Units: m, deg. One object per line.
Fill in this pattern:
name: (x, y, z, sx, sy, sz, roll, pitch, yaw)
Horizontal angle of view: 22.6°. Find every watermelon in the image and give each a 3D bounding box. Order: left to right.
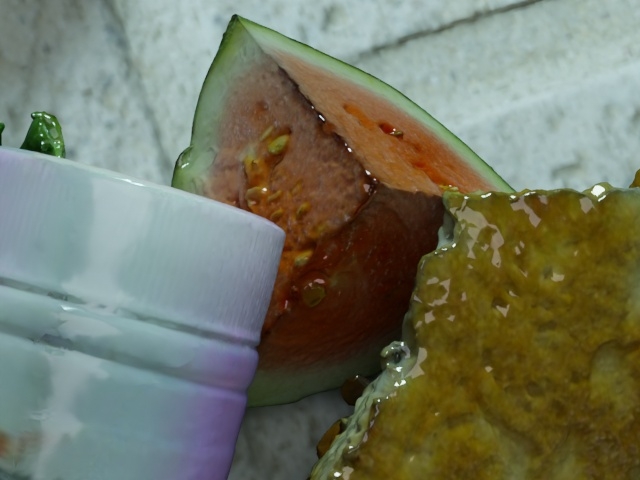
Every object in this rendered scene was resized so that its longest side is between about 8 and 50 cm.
watermelon: (-0.002, 0.002, 0.795, 0.193, 0.137, 0.145, 33, 109, -2)

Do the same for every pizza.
pizza: (0.083, 0.086, 0.766, 0.182, 0.074, 0.365, 36, 82, -26)

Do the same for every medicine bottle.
medicine bottle: (-0.116, 0.097, 0.697, 0.152, 0.152, 0.254, 15, 87, -5)

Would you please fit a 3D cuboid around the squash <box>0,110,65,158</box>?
squash: (-0.306, -0.012, 0.741, 0.379, 0.101, 0.101, -10, 79, -10)
